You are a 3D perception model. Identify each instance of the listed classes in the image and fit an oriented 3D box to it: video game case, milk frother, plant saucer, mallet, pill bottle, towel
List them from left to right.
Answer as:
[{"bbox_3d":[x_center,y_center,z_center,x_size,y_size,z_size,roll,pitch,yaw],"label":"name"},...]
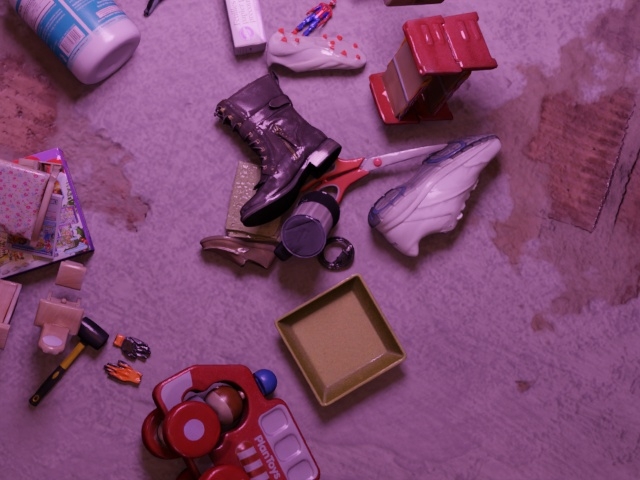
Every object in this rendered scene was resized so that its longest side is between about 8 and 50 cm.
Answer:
[{"bbox_3d":[-0.510,-0.032,1.656,0.087,0.011,0.122,12,111,-5],"label":"video game case"},{"bbox_3d":[-0.477,0.221,1.717,0.190,0.039,0.062,-43,92,-2],"label":"mallet"},{"bbox_3d":[-0.464,-0.425,1.699,0.146,0.146,0.264,-42,91,-6],"label":"pill bottle"},{"bbox_3d":[-0.119,-0.073,1.766,0.110,0.027,0.148,8,86,-4],"label":"towel"},{"bbox_3d":[0.000,0.000,1.716,0.143,0.135,0.129,29,116,0],"label":"milk frother"},{"bbox_3d":[0.037,0.186,1.754,0.188,0.045,0.188,-30,89,-5],"label":"plant saucer"}]

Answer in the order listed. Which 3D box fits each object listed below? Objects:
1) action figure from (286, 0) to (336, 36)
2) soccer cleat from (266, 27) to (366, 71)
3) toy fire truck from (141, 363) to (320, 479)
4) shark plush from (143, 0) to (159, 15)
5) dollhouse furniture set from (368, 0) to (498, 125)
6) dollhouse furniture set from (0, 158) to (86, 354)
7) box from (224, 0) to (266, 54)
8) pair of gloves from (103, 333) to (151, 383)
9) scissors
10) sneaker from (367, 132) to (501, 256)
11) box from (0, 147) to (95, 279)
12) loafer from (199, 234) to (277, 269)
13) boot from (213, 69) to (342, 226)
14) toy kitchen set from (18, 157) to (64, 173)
[{"bbox_3d":[-0.012,-0.426,1.796,0.115,0.030,0.038,-43,86,-8],"label":"action figure"},{"bbox_3d":[-0.009,-0.353,1.779,0.196,0.076,0.068,7,47,-19],"label":"soccer cleat"},{"bbox_3d":[-0.162,0.359,1.687,0.254,0.169,0.302,-26,90,-30],"label":"toy fire truck"},{"bbox_3d":[-0.273,-0.490,1.767,0.067,0.073,0.161,43,78,-31],"label":"shark plush"},{"bbox_3d":[0.164,-0.424,1.725,0.152,0.201,0.374,-10,74,-22],"label":"dollhouse furniture set"},{"bbox_3d":[-0.514,-0.015,1.554,0.303,0.174,0.355,16,109,-15],"label":"dollhouse furniture set"},{"bbox_3d":[-0.164,-0.519,1.770,0.063,0.067,0.324,-11,87,-5],"label":"box"},{"bbox_3d":[-0.360,0.222,1.737,0.074,0.010,0.083,20,83,-2],"label":"pair of gloves"},{"bbox_3d":[0.087,-0.152,1.766,0.297,0.021,0.109,-28,89,6],"label":"scissors"},{"bbox_3d":[0.230,-0.092,1.771,0.297,0.111,0.129,-40,106,-2],"label":"sneaker"},{"bbox_3d":[-0.587,-0.031,1.709,0.293,0.057,0.201,-18,89,-6],"label":"box"},{"bbox_3d":[-0.154,0.023,1.742,0.148,0.056,0.050,8,80,-4],"label":"loafer"},{"bbox_3d":[-0.114,-0.173,1.730,0.229,0.091,0.263,43,69,11],"label":"boot"},{"bbox_3d":[-0.495,-0.101,1.649,0.068,0.083,0.075,7,86,-4],"label":"toy kitchen set"}]
